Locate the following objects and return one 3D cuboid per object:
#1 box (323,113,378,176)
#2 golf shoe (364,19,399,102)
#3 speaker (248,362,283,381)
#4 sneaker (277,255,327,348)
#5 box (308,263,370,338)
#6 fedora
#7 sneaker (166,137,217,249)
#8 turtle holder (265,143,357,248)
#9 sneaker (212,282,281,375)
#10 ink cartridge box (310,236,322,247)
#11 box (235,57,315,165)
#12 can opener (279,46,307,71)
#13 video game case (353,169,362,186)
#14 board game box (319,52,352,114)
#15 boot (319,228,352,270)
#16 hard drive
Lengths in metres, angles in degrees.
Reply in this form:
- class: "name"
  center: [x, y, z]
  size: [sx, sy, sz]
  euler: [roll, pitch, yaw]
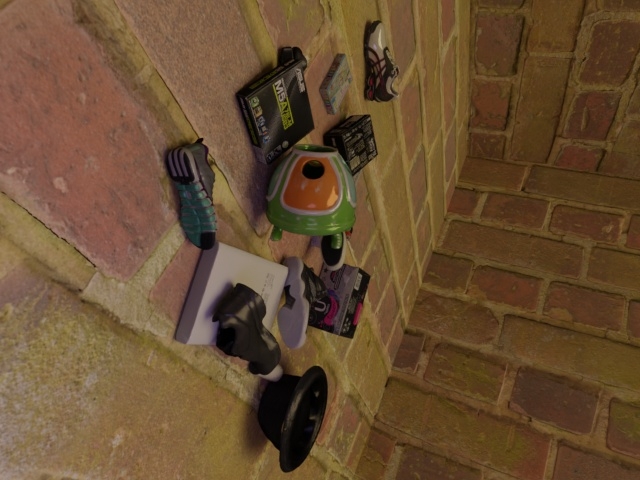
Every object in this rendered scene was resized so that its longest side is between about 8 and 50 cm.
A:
- class: "box"
  center: [0.103, -0.311, 1.482]
  size: [0.180, 0.077, 0.147]
  euler: [-45, 130, -39]
- class: "golf shoe"
  center: [0.223, -0.625, 1.586]
  size: [0.105, 0.120, 0.273]
  euler: [-46, 140, -45]
- class: "speaker"
  center: [-0.162, 0.383, 1.345]
  size: [0.055, 0.055, 0.136]
  euler: [-69, 154, -17]
- class: "sneaker"
  center: [-0.046, 0.188, 1.341]
  size: [0.153, 0.101, 0.269]
  euler: [26, 56, -52]
- class: "box"
  center: [0.065, 0.213, 1.642]
  size: [0.163, 0.142, 0.247]
  euler: [36, 68, -62]
- class: "fedora"
  center: [-0.099, 0.547, 1.442]
  size: [0.334, 0.152, 0.334]
  euler: [-41, 138, -52]
- class: "sneaker"
  center: [-0.235, -0.091, 0.921]
  size: [0.098, 0.083, 0.224]
  euler: [-53, 146, -50]
- class: "turtle holder"
  center: [-0.007, -0.133, 1.189]
  size: [0.320, 0.243, 0.228]
  euler: [-30, 129, -57]
- class: "sneaker"
  center: [-0.185, 0.236, 1.082]
  size: [0.130, 0.109, 0.286]
  euler: [-44, 135, -34]
- class: "ink cartridge box"
  center: [0.000, 0.000, 1.528]
  size: [0.083, 0.028, 0.048]
  euler: [14, 88, -65]
- class: "box"
  center: [-0.101, -0.309, 1.092]
  size: [0.184, 0.045, 0.191]
  euler: [-42, 141, -26]
- class: "can opener"
  center: [-0.070, -0.400, 1.163]
  size: [0.059, 0.073, 0.186]
  euler: [-111, -161, -57]
- class: "video game case"
  center: [0.080, -0.220, 1.595]
  size: [0.227, 0.026, 0.206]
  euler: [-67, 154, -18]
- class: "board game box"
  center: [0.050, -0.481, 1.394]
  size: [0.154, 0.026, 0.103]
  euler: [-66, 153, -22]
- class: "boot"
  center: [0.068, 0.005, 1.527]
  size: [0.176, 0.088, 0.244]
  euler: [46, 38, -57]
- class: "hard drive"
  center: [-0.205, 0.147, 1.144]
  size: [0.353, 0.047, 0.233]
  euler: [30, 75, -65]
